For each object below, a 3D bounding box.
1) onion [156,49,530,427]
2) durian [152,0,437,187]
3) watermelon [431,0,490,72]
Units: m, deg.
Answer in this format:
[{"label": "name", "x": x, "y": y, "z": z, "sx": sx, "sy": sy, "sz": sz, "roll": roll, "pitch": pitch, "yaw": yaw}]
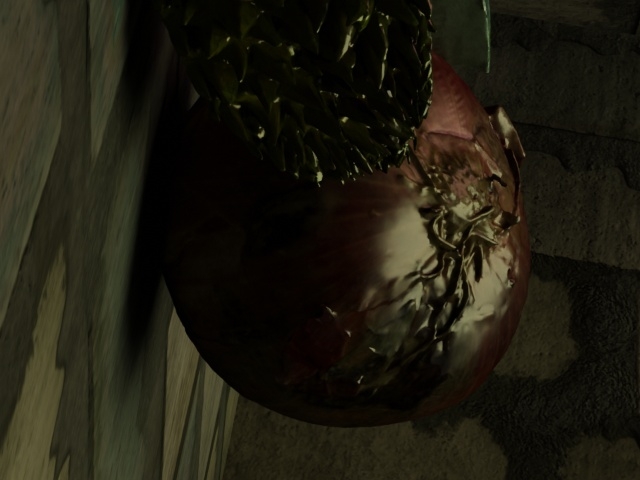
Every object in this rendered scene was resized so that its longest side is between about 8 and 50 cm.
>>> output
[{"label": "onion", "x": 0.019, "y": -0.017, "z": 1.558, "sx": 0.353, "sy": 0.354, "sz": 0.353, "roll": 9, "pitch": 90, "yaw": -89}, {"label": "durian", "x": -0.020, "y": -0.164, "z": 1.270, "sx": 0.394, "sy": 0.163, "sz": 0.198, "roll": 55, "pitch": 7, "yaw": -50}, {"label": "watermelon", "x": -0.001, "y": -0.278, "z": 1.750, "sx": 0.387, "sy": 0.258, "sz": 0.228, "roll": 51, "pitch": -9, "yaw": 27}]
